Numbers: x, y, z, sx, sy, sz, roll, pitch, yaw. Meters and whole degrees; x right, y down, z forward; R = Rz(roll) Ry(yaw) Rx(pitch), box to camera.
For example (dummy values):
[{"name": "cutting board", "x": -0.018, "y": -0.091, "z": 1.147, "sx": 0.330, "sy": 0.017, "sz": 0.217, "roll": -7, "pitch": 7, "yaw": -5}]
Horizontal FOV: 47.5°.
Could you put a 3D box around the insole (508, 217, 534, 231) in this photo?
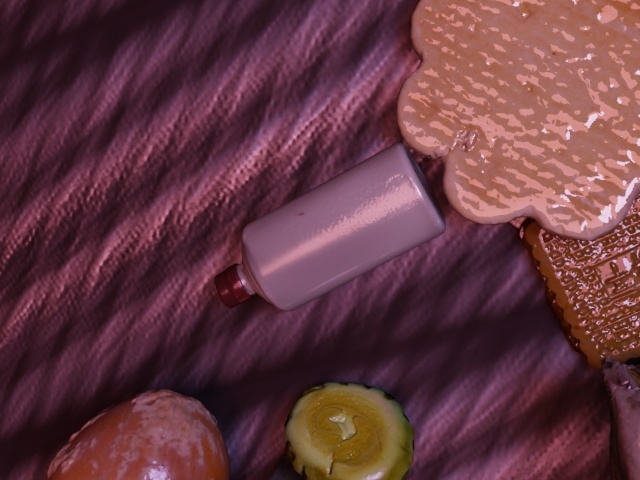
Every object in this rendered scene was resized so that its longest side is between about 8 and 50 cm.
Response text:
[{"name": "insole", "x": 0.264, "y": -0.120, "z": 0.728, "sx": 0.086, "sy": 0.005, "sz": 0.253, "roll": 36, "pitch": 101, "yaw": 7}]

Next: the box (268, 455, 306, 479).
[{"name": "box", "x": 0.040, "y": 0.344, "z": 0.744, "sx": 0.231, "sy": 0.155, "sz": 0.149, "roll": 11, "pitch": 97, "yaw": 13}]

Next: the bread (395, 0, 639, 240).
[{"name": "bread", "x": 0.227, "y": -0.151, "z": 0.698, "sx": 0.316, "sy": 0.054, "sz": 0.316, "roll": 0, "pitch": 89, "yaw": 15}]

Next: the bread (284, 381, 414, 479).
[{"name": "bread", "x": 0.030, "y": 0.211, "z": 0.758, "sx": 0.139, "sy": 0.130, "sz": 0.071, "roll": 10, "pitch": 139, "yaw": 17}]

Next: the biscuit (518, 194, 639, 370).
[{"name": "biscuit", "x": 0.341, "y": 0.007, "z": 0.708, "sx": 0.254, "sy": 0.029, "sz": 0.172, "roll": -27, "pitch": 91, "yaw": 14}]

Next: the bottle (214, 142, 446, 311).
[{"name": "bottle", "x": 0.000, "y": 0.000, "z": 0.749, "sx": 0.245, "sy": 0.104, "sz": 0.104, "roll": -27, "pitch": 88, "yaw": 14}]

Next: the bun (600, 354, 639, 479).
[{"name": "bun", "x": 0.380, "y": 0.167, "z": 0.625, "sx": 0.281, "sy": 0.205, "sz": 0.282, "roll": 0, "pitch": 92, "yaw": 12}]

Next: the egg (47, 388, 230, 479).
[{"name": "egg", "x": -0.192, "y": 0.269, "z": 0.773, "sx": 0.195, "sy": 0.195, "sz": 0.233, "roll": 32, "pitch": 103, "yaw": 8}]
